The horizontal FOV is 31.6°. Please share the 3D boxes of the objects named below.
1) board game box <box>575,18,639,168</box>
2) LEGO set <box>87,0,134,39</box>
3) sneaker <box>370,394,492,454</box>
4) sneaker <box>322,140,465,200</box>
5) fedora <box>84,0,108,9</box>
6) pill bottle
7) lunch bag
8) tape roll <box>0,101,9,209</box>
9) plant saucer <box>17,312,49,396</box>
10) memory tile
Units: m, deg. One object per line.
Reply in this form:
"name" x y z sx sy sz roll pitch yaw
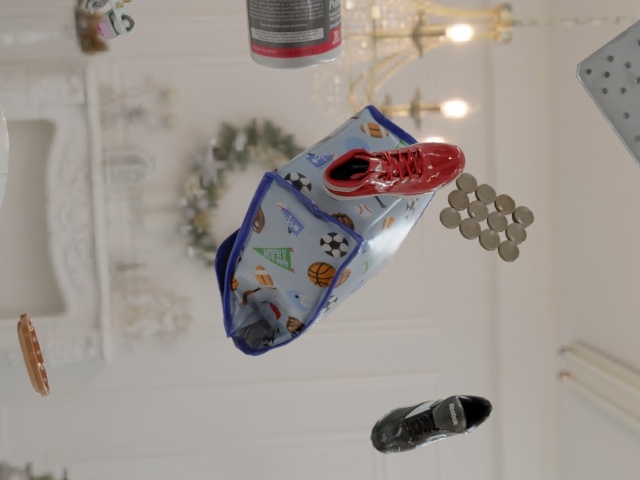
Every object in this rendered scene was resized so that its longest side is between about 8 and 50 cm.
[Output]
"board game box" 0.667 -0.225 1.777 0.390 0.390 0.050 56 30 3
"LEGO set" -0.243 -0.381 1.569 0.287 0.107 0.132 -46 135 -53
"sneaker" 0.198 0.308 1.950 0.106 0.234 0.078 -37 -114 60
"sneaker" 0.111 -0.102 1.685 0.128 0.221 0.087 15 61 -87
"fedora" -0.382 -0.579 1.991 0.334 0.152 0.334 -51 -156 33
"pill bottle" -0.053 -0.485 2.045 0.176 0.176 0.318 -101 -173 -63
"lunch bag" 0.000 0.000 1.962 0.328 0.239 0.385 -37 160 -44
"tape roll" -0.600 -0.123 1.462 0.072 0.392 0.392 -72 160 -81
"plant saucer" -0.281 0.112 1.103 0.083 0.013 0.083 166 -90 -79
"memory tile" 0.271 -0.038 1.838 0.113 0.148 0.012 -63 -174 -28
